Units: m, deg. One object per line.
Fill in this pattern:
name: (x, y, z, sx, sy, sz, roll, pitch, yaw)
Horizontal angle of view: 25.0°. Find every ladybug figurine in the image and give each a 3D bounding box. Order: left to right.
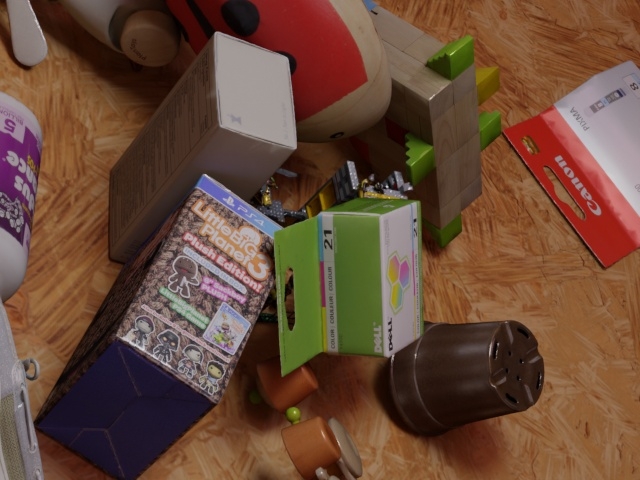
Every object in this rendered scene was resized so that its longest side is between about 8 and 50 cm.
ladybug figurine: (-0.081, -0.304, 1.944, 0.162, 0.305, 0.449, -46, 115, -24)

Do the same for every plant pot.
plant pot: (0.209, 0.182, 2.005, 0.167, 0.165, 0.167, 14, 69, -43)

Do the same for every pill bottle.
pill bottle: (-0.423, -0.022, 1.701, 0.169, 0.169, 0.302, 20, 49, -26)

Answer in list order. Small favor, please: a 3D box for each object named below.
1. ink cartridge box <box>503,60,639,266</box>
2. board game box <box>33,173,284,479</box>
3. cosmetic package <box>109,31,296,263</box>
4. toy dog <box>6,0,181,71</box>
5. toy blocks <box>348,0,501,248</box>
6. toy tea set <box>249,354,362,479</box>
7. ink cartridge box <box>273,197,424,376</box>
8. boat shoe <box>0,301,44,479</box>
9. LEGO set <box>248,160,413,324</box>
ink cartridge box: (0.539, -0.147, 2.605, 0.385, 0.091, 0.308, -25, 76, -47)
board game box: (-0.185, 0.107, 1.743, 0.141, 0.232, 0.291, 35, 43, -11)
cosmetic package: (-0.159, -0.104, 1.865, 0.113, 0.309, 0.160, 17, 50, -28)
toy dog: (-0.347, -0.326, 2.039, 0.333, 0.161, 0.220, 28, 47, 2)
toy blocks: (0.110, -0.197, 2.168, 0.190, 0.381, 0.261, -41, 56, -22)
toy tea set: (-0.020, 0.299, 1.820, 0.200, 0.124, 0.336, 56, 9, -42)
ink cartridge box: (0.040, 0.058, 1.819, 0.255, 0.097, 0.189, -23, 113, -63)
boat shoe: (-0.354, 0.206, 1.569, 0.103, 0.118, 0.320, -13, 95, -54)
LEGO set: (0.000, 0.000, 1.996, 0.331, 0.192, 0.255, 18, 50, -27)
